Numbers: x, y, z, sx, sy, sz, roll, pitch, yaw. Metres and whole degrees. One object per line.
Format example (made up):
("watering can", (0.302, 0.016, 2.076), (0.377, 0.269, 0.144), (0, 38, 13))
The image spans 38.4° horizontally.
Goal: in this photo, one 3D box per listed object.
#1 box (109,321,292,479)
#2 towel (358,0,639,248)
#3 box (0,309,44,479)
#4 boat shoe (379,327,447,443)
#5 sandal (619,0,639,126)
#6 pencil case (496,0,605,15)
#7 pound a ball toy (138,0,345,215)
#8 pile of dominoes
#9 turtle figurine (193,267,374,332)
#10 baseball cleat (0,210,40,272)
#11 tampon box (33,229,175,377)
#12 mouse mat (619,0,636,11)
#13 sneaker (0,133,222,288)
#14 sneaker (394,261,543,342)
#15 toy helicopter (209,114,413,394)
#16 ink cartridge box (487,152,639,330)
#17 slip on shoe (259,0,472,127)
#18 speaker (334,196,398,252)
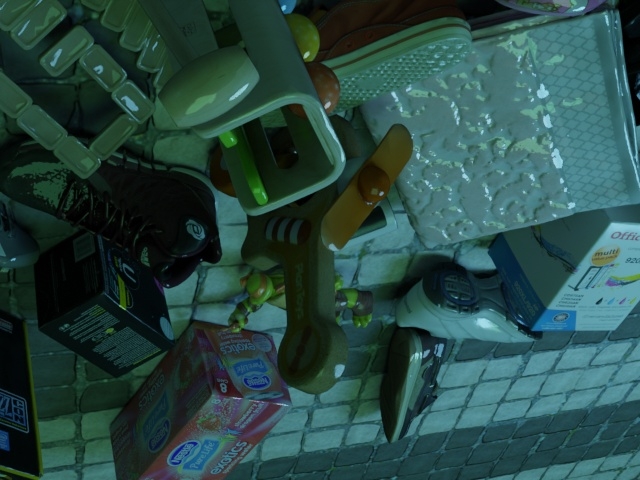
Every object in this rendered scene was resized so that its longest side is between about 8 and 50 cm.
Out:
("box", (-0.197, 0.280, 1.454), (0.154, 0.142, 0.300), (17, 128, -35))
("towel", (0.229, -0.133, 1.150), (0.317, 0.053, 0.332), (-12, 134, 18))
("box", (-0.489, 0.155, 1.096), (0.079, 0.257, 0.322), (-35, 138, 17))
("boat shoe", (0.164, 0.260, 1.623), (0.092, 0.103, 0.285), (-5, 132, -12))
("sandal", (0.382, -0.197, 1.174), (0.446, 0.107, 0.167), (-27, 140, 13))
("pencil case", (0.238, -0.397, 0.860), (0.160, 0.167, 0.386), (-39, 147, -25))
("pound a ball toy", (-0.070, -0.181, 0.844), (0.136, 0.319, 0.208), (-24, 140, 4))
("pile of dominoes", (-0.258, -0.204, 0.953), (0.196, 0.040, 0.251), (-44, 141, -3))
("turtle figurine", (-0.043, 0.084, 1.344), (0.269, 0.087, 0.217), (-29, 147, 36))
("baseball cleat", (-0.398, -0.033, 1.068), (0.109, 0.072, 0.206), (-45, 139, 18))
("tampon box", (-0.282, 0.083, 1.209), (0.101, 0.120, 0.161), (-29, 140, 11))
("mouse mat", (0.441, -0.364, 1.104), (0.190, 0.007, 0.152), (-28, 140, 7))
("sneaker", (-0.232, -0.027, 1.073), (0.281, 0.162, 0.106), (8, 133, -31))
("sneaker", (0.248, 0.114, 1.511), (0.297, 0.111, 0.129), (19, 143, -33))
("toy helicopter", (0.000, 0.000, 1.053), (0.235, 0.355, 0.140), (-25, 144, 33))
("ink cartridge box", (0.400, -0.001, 1.371), (0.171, 0.168, 0.232), (3, 135, -25))
("slip on shoe", (0.001, -0.206, 1.029), (0.331, 0.101, 0.123), (-17, 163, 16))
("speaker", (0.036, -0.017, 1.286), (0.136, 0.055, 0.055), (-20, 141, 0))
